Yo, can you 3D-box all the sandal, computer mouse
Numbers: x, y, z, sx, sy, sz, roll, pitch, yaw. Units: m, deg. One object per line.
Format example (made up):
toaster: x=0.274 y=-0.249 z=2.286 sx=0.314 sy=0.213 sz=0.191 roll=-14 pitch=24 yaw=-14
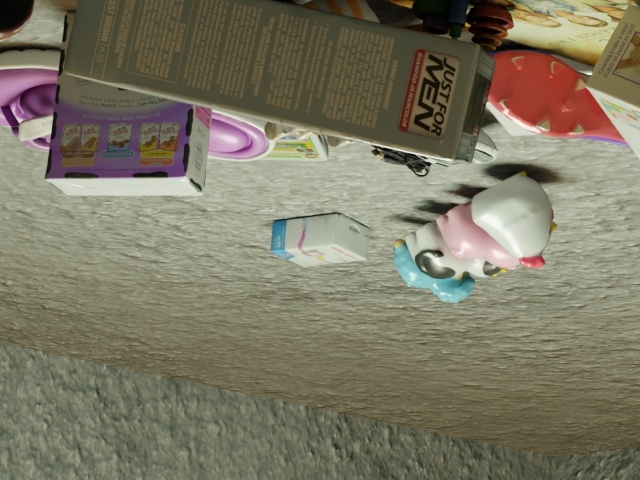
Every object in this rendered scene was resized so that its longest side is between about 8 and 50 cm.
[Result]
sandal: x=0.043 y=-0.230 z=1.953 sx=0.265 sy=0.076 sz=0.102 roll=-11 pitch=-166 yaw=-22
sandal: x=-0.260 y=-0.142 z=2.238 sx=0.416 sy=0.102 sz=0.169 roll=6 pitch=153 yaw=4
computer mouse: x=0.154 y=-0.120 z=2.355 sx=0.106 sy=0.042 sz=0.193 roll=22 pitch=163 yaw=-35

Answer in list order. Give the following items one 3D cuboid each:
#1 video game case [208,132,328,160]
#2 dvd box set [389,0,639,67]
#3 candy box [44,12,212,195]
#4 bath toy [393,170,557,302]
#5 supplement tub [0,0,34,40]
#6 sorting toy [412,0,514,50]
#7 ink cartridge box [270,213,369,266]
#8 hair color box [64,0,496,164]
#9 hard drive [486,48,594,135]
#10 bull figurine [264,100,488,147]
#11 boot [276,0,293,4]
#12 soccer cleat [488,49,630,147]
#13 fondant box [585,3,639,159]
video game case: x=-0.108 y=-0.143 z=2.379 sx=0.212 sy=0.023 sz=0.193 roll=1 pitch=164 yaw=10
dvd box set: x=0.232 y=-0.250 z=1.767 sx=0.420 sy=0.062 sz=0.308 roll=14 pitch=170 yaw=-30
candy box: x=-0.205 y=-0.151 z=2.058 sx=0.165 sy=0.196 sz=0.070 roll=1 pitch=164 yaw=16
bath toy: x=0.231 y=0.002 z=2.605 sx=0.151 sy=0.129 sz=0.348 roll=-26 pitch=177 yaw=-23
supplement tub: x=-0.394 y=-0.241 z=1.963 sx=0.106 sy=0.106 sz=0.198 roll=18 pitch=159 yaw=-39
sorting toy: x=0.135 y=-0.205 z=1.805 sx=0.102 sy=0.042 sz=0.061 roll=7 pitch=171 yaw=15
ink cartridge box: x=0.000 y=0.000 z=2.800 sx=0.122 sy=0.052 sz=0.088 roll=-8 pitch=159 yaw=35
hair color box: x=-0.032 y=-0.166 z=1.779 sx=0.375 sy=0.113 sz=0.185 roll=14 pitch=-176 yaw=9
hard drive: x=0.347 y=-0.170 z=2.102 sx=0.319 sy=0.040 sz=0.210 roll=-1 pitch=165 yaw=20
bull figurine: x=0.038 y=-0.151 z=2.028 sx=0.188 sy=0.101 sz=0.310 roll=-11 pitch=-174 yaw=-39
boot: x=-0.085 y=-0.237 z=2.007 sx=0.121 sy=0.045 sz=0.099 roll=-7 pitch=164 yaw=34
soccer cleat: x=0.275 y=-0.146 z=1.972 sx=0.248 sy=0.083 sz=0.095 roll=12 pitch=-172 yaw=-14
fondant box: x=0.435 y=-0.084 z=1.739 sx=0.330 sy=0.096 sz=0.238 roll=25 pitch=175 yaw=28
